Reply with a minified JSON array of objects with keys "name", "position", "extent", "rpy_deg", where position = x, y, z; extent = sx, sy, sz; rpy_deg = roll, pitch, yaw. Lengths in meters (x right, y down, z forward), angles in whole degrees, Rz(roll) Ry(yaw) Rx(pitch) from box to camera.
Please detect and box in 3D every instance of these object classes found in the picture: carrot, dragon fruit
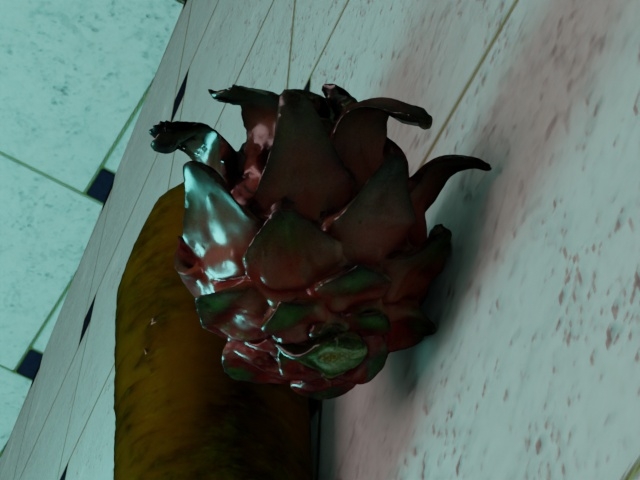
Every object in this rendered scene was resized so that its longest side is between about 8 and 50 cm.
[{"name":"carrot","position":[-0.056,0.080,0.888],"extent":[0.302,0.114,0.114],"rpy_deg":[-92,24,-54]},{"name":"dragon fruit","position":[-0.005,-0.001,0.740],"extent":[0.121,0.130,0.142],"rpy_deg":[24,105,39]}]
